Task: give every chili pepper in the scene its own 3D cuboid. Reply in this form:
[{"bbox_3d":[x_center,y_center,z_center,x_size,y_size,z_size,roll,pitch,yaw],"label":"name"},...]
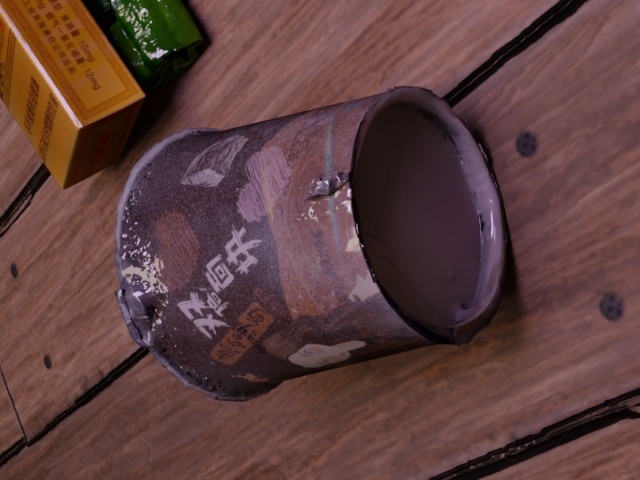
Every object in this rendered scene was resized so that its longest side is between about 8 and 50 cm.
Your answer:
[{"bbox_3d":[-0.202,-0.245,0.956,0.253,0.083,0.099,46,130,24],"label":"chili pepper"}]

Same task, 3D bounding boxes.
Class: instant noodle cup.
[{"bbox_3d":[0.000,0.000,0.710,0.207,0.217,0.217,-13,88,40],"label":"instant noodle cup"}]

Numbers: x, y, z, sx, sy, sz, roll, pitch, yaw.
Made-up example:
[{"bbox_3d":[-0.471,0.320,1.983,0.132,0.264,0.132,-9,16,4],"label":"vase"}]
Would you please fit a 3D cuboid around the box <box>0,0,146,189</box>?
[{"bbox_3d":[-0.285,-0.201,0.964,0.274,0.076,0.174,56,154,3],"label":"box"}]
